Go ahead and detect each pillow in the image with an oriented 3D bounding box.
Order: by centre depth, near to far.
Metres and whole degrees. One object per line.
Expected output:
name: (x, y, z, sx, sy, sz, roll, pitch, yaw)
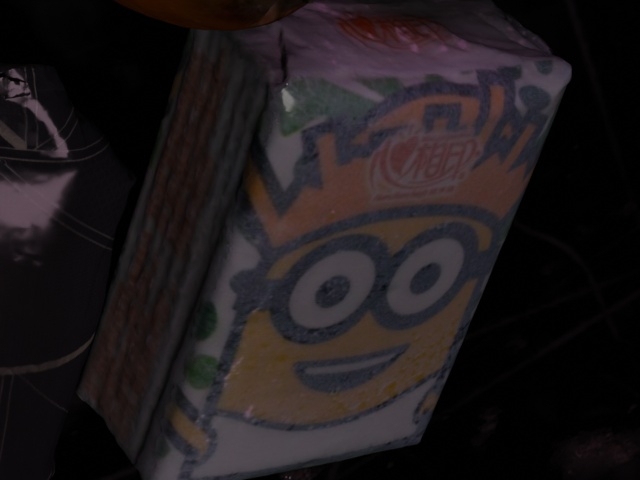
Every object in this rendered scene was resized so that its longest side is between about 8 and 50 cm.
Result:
pillow: (-0.211, 0.034, 1.037, 0.161, 0.092, 0.335, 4, 124, -25)

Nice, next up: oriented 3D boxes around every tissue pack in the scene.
tissue pack: (0.000, 0.000, 1.073, 0.228, 0.128, 0.311, -7, 130, -37)

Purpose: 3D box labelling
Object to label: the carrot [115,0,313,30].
carrot: (-0.059, -0.205, 0.787, 0.214, 0.331, 0.193, -53, 143, -3)
